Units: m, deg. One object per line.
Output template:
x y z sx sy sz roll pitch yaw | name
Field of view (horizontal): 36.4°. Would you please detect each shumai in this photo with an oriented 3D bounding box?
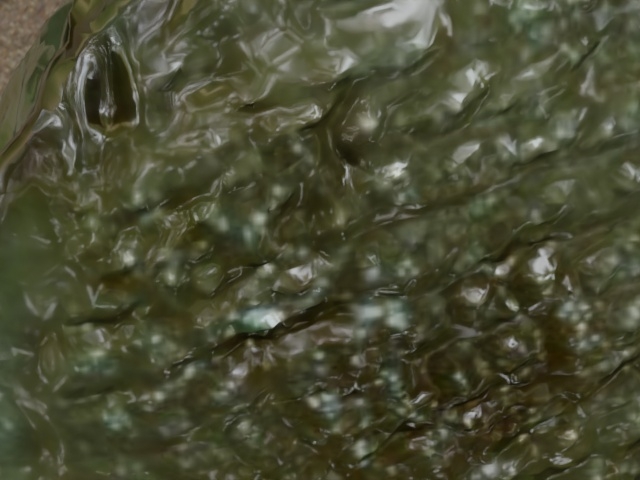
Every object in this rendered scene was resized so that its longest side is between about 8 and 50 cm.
0.000 0.000 0.491 0.324 0.323 0.398 -8 119 -10 | shumai
